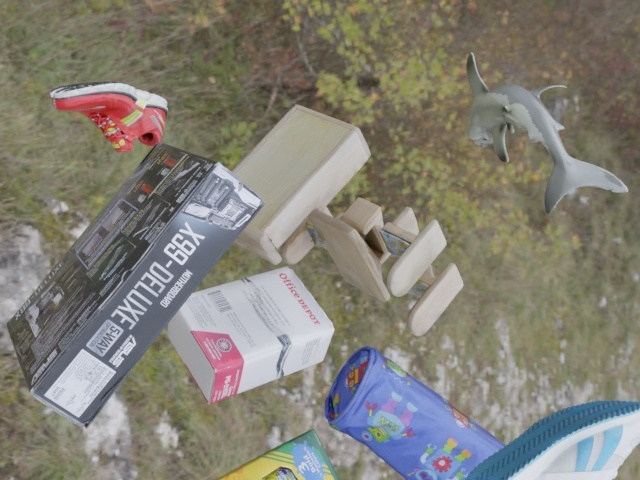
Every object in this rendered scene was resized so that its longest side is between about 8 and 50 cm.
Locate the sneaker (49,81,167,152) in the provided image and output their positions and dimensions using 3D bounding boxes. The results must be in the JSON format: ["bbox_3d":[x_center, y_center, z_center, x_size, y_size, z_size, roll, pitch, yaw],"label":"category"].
[{"bbox_3d":[-0.367,-0.219,1.474,0.279,0.107,0.118,0,92,-62],"label":"sneaker"}]

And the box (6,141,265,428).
[{"bbox_3d":[-0.227,0.033,0.950,0.076,0.242,0.307,42,81,-27],"label":"box"}]

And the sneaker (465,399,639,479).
[{"bbox_3d":[0.249,0.231,0.818,0.228,0.087,0.092,-24,92,-22],"label":"sneaker"}]

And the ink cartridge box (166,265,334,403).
[{"bbox_3d":[-0.123,0.159,1.430,0.237,0.172,0.100,-15,140,-31],"label":"ink cartridge box"}]

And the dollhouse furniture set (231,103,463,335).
[{"bbox_3d":[0.000,0.000,1.467,0.256,0.362,0.394,-48,138,-17],"label":"dollhouse furniture set"}]

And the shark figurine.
[{"bbox_3d":[0.281,-0.162,1.058,0.116,0.278,0.166,-20,120,-10],"label":"shark figurine"}]

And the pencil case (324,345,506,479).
[{"bbox_3d":[0.143,0.274,1.100,0.306,0.133,0.119,37,13,-9],"label":"pencil case"}]

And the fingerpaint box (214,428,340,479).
[{"bbox_3d":[-0.053,0.642,1.604,0.371,0.163,0.445,-7,66,-60],"label":"fingerpaint box"}]
